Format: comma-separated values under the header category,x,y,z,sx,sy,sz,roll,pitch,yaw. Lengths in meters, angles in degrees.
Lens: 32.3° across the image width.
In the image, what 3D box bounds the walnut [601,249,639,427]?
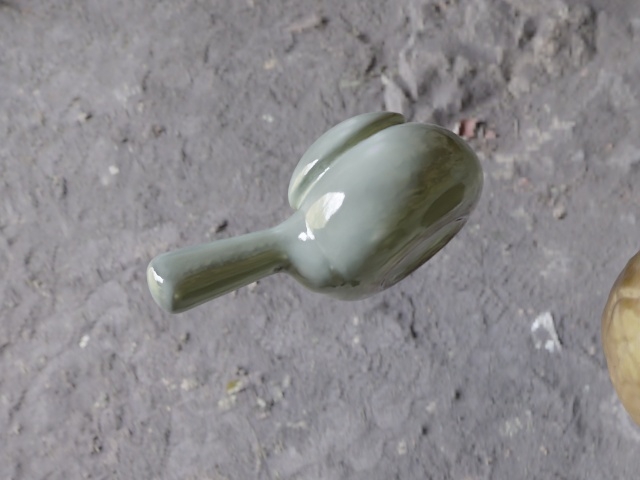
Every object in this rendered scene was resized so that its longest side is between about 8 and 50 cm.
category,x,y,z,sx,sy,sz,roll,pitch,yaw
walnut,0.427,0.093,1.053,0.332,0.333,0.333,-6,50,7

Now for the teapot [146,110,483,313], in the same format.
category,x,y,z,sx,sy,sz,roll,pitch,yaw
teapot,0.013,-0.021,1.039,0.318,0.220,0.149,-24,69,-47
